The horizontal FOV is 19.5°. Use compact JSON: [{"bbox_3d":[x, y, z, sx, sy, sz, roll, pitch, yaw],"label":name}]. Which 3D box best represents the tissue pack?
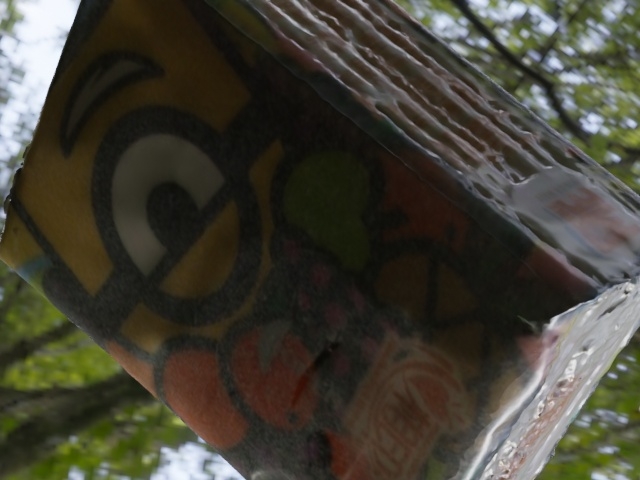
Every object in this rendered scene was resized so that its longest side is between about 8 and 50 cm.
[{"bbox_3d":[0.000,0.000,0.451,0.148,0.060,0.108,40,-52,21],"label":"tissue pack"}]
